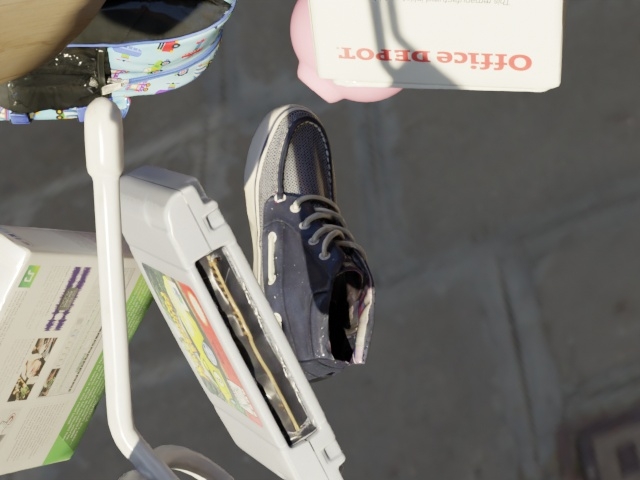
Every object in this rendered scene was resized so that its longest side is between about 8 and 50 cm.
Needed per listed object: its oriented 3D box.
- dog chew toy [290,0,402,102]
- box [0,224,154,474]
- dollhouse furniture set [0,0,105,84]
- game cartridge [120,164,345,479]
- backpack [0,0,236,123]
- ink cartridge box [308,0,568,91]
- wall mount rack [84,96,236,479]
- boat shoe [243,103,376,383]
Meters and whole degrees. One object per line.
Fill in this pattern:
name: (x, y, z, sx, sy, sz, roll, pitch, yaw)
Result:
dog chew toy: (0.099, -0.268, 1.563, 0.332, 0.206, 0.206, -51, 43, 2)
box: (-0.260, 0.101, 1.503, 0.058, 0.322, 0.232, 30, 96, 16)
dollhouse furniture set: (-0.201, -0.236, 0.693, 0.394, 0.362, 0.256, -45, -9, 31)
game cartridge: (-0.084, 0.076, 1.449, 0.060, 0.294, 0.196, -30, 16, -12)
backpack: (-0.146, -0.162, 1.182, 0.173, 0.117, 0.158, -5, 49, -7)
ink cartridge box: (0.094, -0.270, 1.348, 0.211, 0.289, 0.121, 4, 44, 10)
wall mount rack: (-0.066, 0.108, 0.716, 0.130, 0.304, 0.350, -40, 5, 16)
boat shoe: (0.000, 0.000, 1.924, 0.158, 0.127, 0.340, -11, 74, 51)
